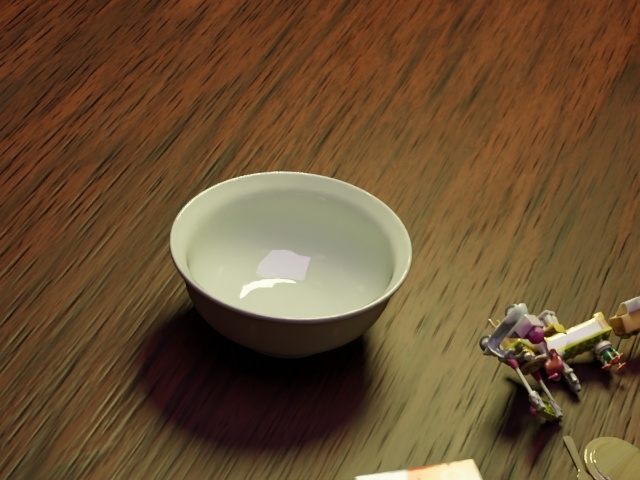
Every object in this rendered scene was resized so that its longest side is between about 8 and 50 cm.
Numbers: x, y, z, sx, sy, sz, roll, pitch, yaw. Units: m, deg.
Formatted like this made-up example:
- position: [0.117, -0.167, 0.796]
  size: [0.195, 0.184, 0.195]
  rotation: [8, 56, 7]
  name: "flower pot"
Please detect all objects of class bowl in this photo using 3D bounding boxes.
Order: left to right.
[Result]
- position: [-0.039, 0.051, 1.959]
  size: [0.297, 0.134, 0.298]
  rotation: [3, 39, -2]
  name: "bowl"

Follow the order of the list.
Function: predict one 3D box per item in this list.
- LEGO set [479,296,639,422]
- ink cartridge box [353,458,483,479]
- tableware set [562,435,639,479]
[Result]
- position: [0.305, 0.147, 1.906]
  size: [0.287, 0.132, 0.107]
  rotation: [1, 49, -43]
  name: "LEGO set"
- position: [0.124, 0.321, 1.708]
  size: [0.145, 0.045, 0.179]
  rotation: [-6, 37, -14]
  name: "ink cartridge box"
- position: [0.347, 0.304, 1.761]
  size: [0.128, 0.039, 0.194]
  rotation: [4, 42, -20]
  name: "tableware set"
